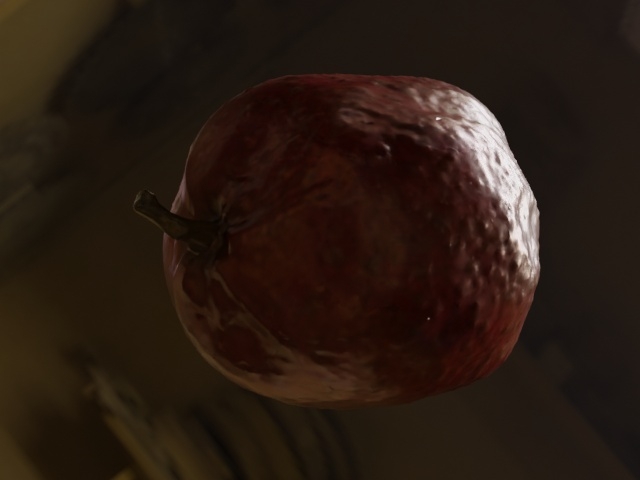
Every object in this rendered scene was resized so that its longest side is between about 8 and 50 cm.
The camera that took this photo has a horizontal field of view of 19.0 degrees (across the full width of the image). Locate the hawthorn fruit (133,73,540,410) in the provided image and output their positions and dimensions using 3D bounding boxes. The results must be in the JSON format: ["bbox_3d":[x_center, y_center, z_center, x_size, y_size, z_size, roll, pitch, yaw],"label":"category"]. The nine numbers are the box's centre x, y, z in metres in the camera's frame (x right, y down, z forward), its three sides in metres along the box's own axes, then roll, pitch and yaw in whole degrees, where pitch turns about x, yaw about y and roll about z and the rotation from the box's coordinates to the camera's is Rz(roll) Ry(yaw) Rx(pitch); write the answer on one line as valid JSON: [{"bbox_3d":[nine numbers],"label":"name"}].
[{"bbox_3d":[0.000,0.000,1.075,0.253,0.205,0.205,0,31,-35],"label":"hawthorn fruit"}]
